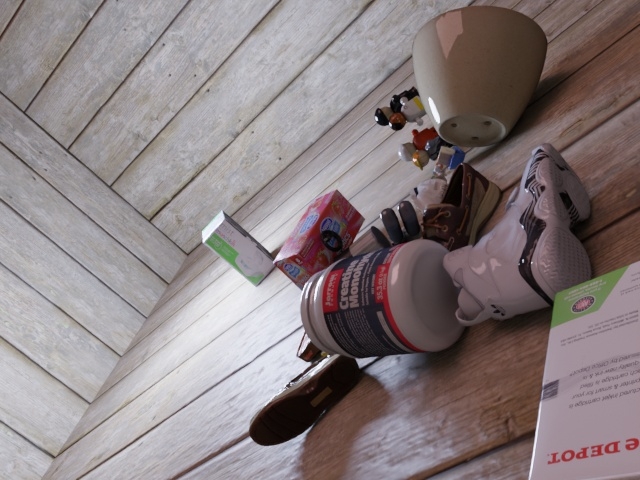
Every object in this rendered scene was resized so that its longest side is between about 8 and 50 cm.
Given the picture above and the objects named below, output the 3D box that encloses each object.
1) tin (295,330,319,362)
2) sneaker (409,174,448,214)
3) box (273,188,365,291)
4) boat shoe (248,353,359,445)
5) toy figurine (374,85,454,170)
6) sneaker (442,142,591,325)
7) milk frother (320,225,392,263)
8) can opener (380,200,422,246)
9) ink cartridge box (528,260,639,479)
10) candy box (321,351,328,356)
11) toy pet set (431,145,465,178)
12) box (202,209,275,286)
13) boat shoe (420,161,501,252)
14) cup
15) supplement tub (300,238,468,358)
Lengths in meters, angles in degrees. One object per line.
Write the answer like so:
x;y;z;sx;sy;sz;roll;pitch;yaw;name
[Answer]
-0.007;0.210;1.502;0.106;0.040;0.190;-59;5;38;tin
0.274;-0.100;1.496;0.094;0.090;0.235;-33;20;13;sneaker
0.000;0.000;1.715;0.122;0.128;0.257;-22;29;48;box
-0.032;0.314;1.267;0.257;0.095;0.095;-34;13;0;boat shoe
0.268;-0.320;1.811;0.148;0.213;0.209;-33;22;5;toy figurine
0.320;-0.011;1.040;0.210;0.137;0.366;-31;25;37;sneaker
0.088;0.007;1.601;0.134;0.143;0.129;-41;13;19;milk frother
0.181;-0.012;1.311;0.074;0.093;0.280;-25;-19;6;can opener
0.340;0.150;0.636;0.198;0.115;0.273;-32;21;43;ink cartridge box
0.089;0.184;1.374;0.206;0.027;0.105;-35;22;38;candy box
0.333;-0.190;1.642;0.122;0.065;0.114;-64;-12;-55;toy pet set
-0.309;0.025;2.378;0.127;0.262;0.231;-47;16;1;box
0.252;-0.026;1.283;0.342;0.123;0.123;-54;17;-26;boat shoe
0.383;-0.372;1.545;0.331;0.331;0.237;-22;55;56;cup
0.111;0.113;1.136;0.272;0.191;0.191;-17;32;47;supplement tub
